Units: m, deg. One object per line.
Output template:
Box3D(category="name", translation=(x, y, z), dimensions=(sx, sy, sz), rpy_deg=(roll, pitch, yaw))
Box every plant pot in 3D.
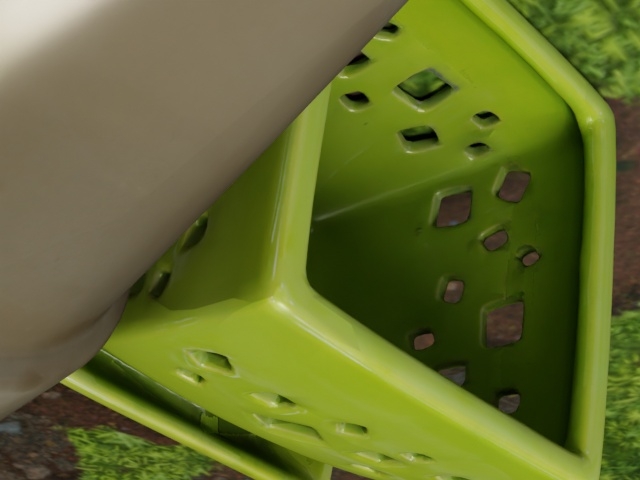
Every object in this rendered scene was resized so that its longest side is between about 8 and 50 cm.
Box3D(category="plant pot", translation=(-0.101, -0.130, 0.423), dimensions=(0.280, 0.323, 0.323), rpy_deg=(-31, 134, 17))
Box3D(category="plant pot", translation=(0.000, 0.000, 0.635), dimensions=(0.207, 0.227, 0.228), rpy_deg=(-19, 140, 41))
